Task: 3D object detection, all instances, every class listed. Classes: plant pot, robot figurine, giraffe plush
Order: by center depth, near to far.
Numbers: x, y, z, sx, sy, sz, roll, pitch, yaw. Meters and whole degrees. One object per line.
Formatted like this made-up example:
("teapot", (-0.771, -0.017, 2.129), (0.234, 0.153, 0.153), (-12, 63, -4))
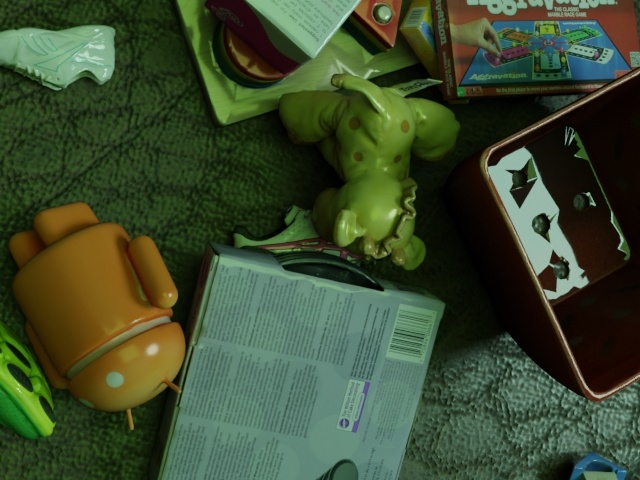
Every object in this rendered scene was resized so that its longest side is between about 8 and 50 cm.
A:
("robot figurine", (-0.211, 0.070, 1.606), (0.158, 0.128, 0.219), (-30, 81, -5))
("giraffe plush", (0.052, -0.059, 1.661), (0.181, 0.210, 0.170), (9, 80, -18))
("plant pot", (0.277, -0.017, 1.715), (0.267, 0.236, 0.267), (-28, 97, -16))

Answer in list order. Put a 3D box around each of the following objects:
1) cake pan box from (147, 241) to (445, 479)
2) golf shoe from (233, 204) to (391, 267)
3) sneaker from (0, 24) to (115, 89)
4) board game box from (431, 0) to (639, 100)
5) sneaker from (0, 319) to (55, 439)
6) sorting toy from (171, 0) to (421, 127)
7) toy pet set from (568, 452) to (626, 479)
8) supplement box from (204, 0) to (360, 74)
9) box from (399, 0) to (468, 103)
("cake pan box", (-0.025, 0.145, 1.671), (0.245, 0.070, 0.267), (11, 100, -18))
("golf shoe", (0.000, 0.000, 1.721), (0.186, 0.067, 0.086), (-15, 90, -17))
("sneaker", (-0.275, -0.180, 1.656), (0.152, 0.053, 0.061), (-5, 91, -18))
("board game box", (0.234, -0.226, 1.779), (0.281, 0.027, 0.145), (-6, 88, -37))
("sneaker", (-0.385, 0.108, 1.593), (0.295, 0.109, 0.123), (34, 104, -16))
("sorting toy", (-0.022, -0.277, 1.720), (0.257, 0.089, 0.255), (-20, 93, -17))
("toy pet set", (0.279, 0.293, 1.805), (0.122, 0.065, 0.114), (5, 120, -14))
("supplement box", (0.004, -0.282, 1.622), (0.114, 0.111, 0.220), (39, 77, -11))
("box", (0.137, -0.207, 1.759), (0.136, 0.028, 0.081), (49, 54, -39))
